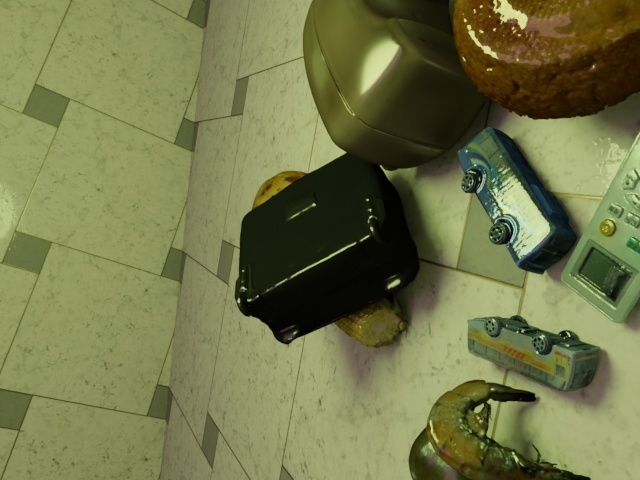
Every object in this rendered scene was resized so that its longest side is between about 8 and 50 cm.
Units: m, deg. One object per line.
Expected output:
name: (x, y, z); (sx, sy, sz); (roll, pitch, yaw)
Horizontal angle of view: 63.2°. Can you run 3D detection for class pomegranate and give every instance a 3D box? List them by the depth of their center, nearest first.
pomegranate: (0.213, 0.368, 0.791); (0.152, 0.131, 0.190); (31, 136, 50)
pomegranate: (-0.070, -0.065, 1.321); (0.215, 0.216, 0.215); (-22, 65, 58)

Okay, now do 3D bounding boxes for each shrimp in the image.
shrimp: (0.259, 0.267, 0.713); (0.051, 0.218, 0.150); (89, -156, -46)

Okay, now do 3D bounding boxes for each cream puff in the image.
cream puff: (0.315, -0.292, 0.639); (0.303, 0.212, 0.302); (-5, 81, 34)

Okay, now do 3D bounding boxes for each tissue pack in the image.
tissue pack: (0.115, -0.323, 0.963); (0.277, 0.268, 0.386); (-48, 45, 40)

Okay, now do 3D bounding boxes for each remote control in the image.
remote control: (0.397, -0.045, 0.620); (0.103, 0.051, 0.293); (55, 134, 51)

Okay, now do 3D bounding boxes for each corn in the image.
corn: (0.064, 0.127, 1.122); (0.123, 0.122, 0.305); (-44, 34, -7)

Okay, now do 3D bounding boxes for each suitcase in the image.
suitcase: (0.000, 0.000, 1.046); (0.345, 0.188, 0.339); (-30, 39, 18)

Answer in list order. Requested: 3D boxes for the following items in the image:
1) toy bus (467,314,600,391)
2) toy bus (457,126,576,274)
toy bus: (0.294, 0.154, 0.744); (0.191, 0.064, 0.075); (15, 103, 61)
toy bus: (0.289, -0.066, 0.787); (0.094, 0.079, 0.236); (-53, 40, 39)
